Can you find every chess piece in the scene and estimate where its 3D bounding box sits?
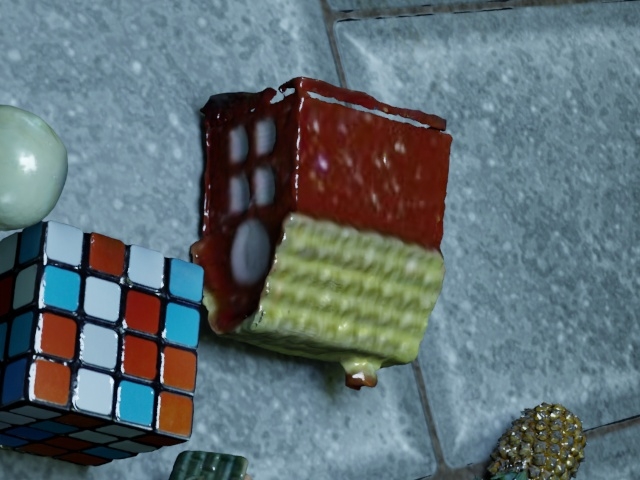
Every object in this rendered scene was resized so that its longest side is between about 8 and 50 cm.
[{"bbox_3d":[-0.308,-0.081,1.456,0.243,0.133,0.133,18,62,-3],"label":"chess piece"}]

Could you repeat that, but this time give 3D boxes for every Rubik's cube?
[{"bbox_3d":[-0.200,0.086,1.545,0.155,0.154,0.151,17,65,-35],"label":"Rubik's cube"}]

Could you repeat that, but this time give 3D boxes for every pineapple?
[{"bbox_3d":[0.188,0.235,1.867,0.083,0.103,0.221,40,48,6],"label":"pineapple"}]

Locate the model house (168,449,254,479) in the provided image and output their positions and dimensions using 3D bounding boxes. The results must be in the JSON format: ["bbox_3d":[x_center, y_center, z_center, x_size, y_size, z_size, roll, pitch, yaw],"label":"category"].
[{"bbox_3d":[-0.095,0.268,1.580,0.172,0.166,0.183,40,43,-19],"label":"model house"}]

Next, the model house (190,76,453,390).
[{"bbox_3d":[0.000,0.000,1.735,0.196,0.160,0.254,14,70,-37],"label":"model house"}]
